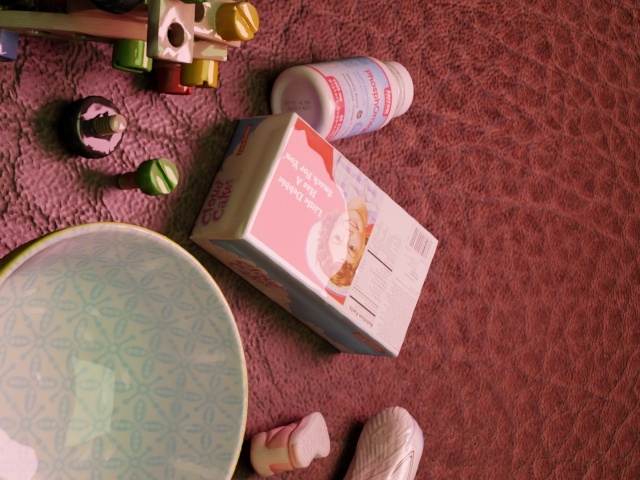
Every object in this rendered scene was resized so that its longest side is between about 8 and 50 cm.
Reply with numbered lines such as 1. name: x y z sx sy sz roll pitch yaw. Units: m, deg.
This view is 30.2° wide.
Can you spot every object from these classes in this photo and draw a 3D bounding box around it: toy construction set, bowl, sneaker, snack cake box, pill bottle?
1. toy construction set: -0.129 -0.236 1.043 0.257 0.237 0.308 38 62 -38
2. bowl: -0.217 0.132 0.992 0.289 0.156 0.289 4 85 -46
3. sneaker: 0.050 0.296 1.315 0.237 0.085 0.086 -56 133 -28
4. snack cake box: 0.000 0.000 1.272 0.264 0.089 0.152 40 63 -37
5. sneaker: -0.036 0.216 1.260 0.134 0.070 0.051 -7 84 -75
6. pill bottle: 0.028 -0.157 1.309 0.160 0.087 0.087 -18 101 -45
